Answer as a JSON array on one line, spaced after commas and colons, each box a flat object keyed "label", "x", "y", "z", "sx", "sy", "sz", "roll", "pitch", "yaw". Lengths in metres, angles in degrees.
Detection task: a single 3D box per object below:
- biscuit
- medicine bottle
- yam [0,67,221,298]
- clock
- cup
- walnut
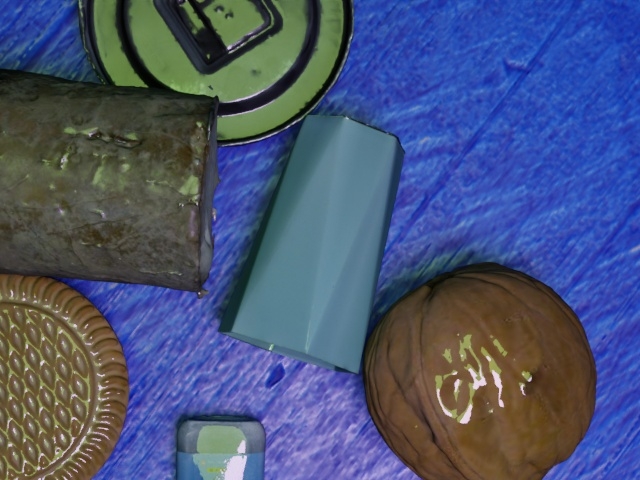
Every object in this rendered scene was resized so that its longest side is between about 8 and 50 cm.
[{"label": "biscuit", "x": -0.315, "y": 0.143, "z": 1.148, "sx": 0.259, "sy": 0.079, "sz": 0.259, "roll": 1, "pitch": 80, "yaw": -7}, {"label": "medicine bottle", "x": -0.101, "y": 0.282, "z": 1.177, "sx": 0.090, "sy": 0.054, "sz": 0.209, "roll": 1, "pitch": 88, "yaw": -3}, {"label": "yam", "x": -0.235, "y": -0.056, "z": 1.102, "sx": 0.299, "sy": 0.195, "sz": 0.195, "roll": 7, "pitch": 87, "yaw": 7}, {"label": "clock", "x": -0.105, "y": -0.230, "z": 1.200, "sx": 0.280, "sy": 0.055, "sz": 0.281, "roll": 0, "pitch": 87, "yaw": -3}, {"label": "cup", "x": 0.000, "y": 0.000, "z": 1.156, "sx": 0.134, "sy": 0.148, "sz": 0.236, "roll": 19, "pitch": 83, "yaw": -16}, {"label": "walnut", "x": 0.153, "y": 0.137, "z": 1.130, "sx": 0.227, "sy": 0.228, "sz": 0.228, "roll": 0, "pitch": 87, "yaw": -4}]
